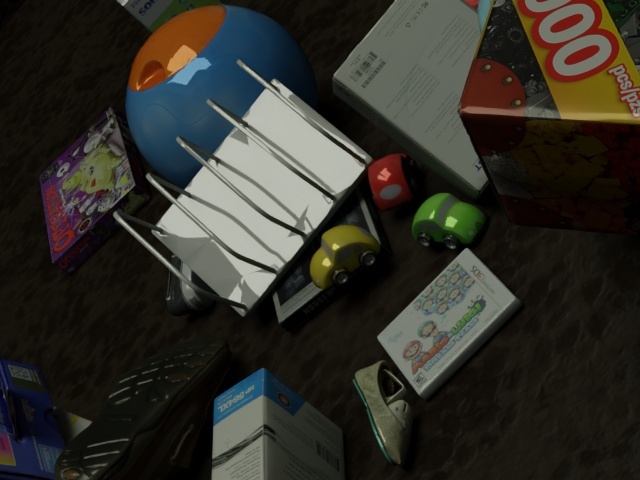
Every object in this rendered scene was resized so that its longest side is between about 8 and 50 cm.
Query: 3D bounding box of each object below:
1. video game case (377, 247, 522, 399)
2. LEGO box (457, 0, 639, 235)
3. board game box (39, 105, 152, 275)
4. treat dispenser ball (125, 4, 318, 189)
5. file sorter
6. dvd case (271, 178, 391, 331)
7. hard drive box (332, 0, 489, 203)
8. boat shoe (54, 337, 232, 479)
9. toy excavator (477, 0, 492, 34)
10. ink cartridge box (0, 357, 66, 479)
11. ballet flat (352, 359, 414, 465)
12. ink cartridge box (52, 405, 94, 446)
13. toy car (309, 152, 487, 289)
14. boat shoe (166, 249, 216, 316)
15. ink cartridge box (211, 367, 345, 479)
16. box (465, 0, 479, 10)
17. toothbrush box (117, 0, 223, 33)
[{"bbox_3d":[0.148,0.095,1.652,0.157,0.019,0.143,-46,30,5],"label":"video game case"},{"bbox_3d":[0.378,-0.250,1.240,0.372,0.193,0.500,6,62,27],"label":"LEGO box"},{"bbox_3d":[-0.417,-0.098,2.572,0.208,0.056,0.347,-46,30,11],"label":"board game box"},{"bbox_3d":[-0.146,-0.207,2.109,0.288,0.288,0.288,-32,34,25],"label":"treat dispenser ball"},{"bbox_3d":[-0.105,-0.073,1.868,0.193,0.173,0.278,41,94,21],"label":"file sorter"},{"bbox_3d":[0.000,0.000,1.941,0.179,0.029,0.239,-39,32,14],"label":"dvd case"},{"bbox_3d":[0.159,-0.190,1.749,0.181,0.232,0.089,-50,-6,-5],"label":"hard drive box"},{"bbox_3d":[-0.220,0.251,1.835,0.122,0.120,0.324,-1,31,36],"label":"boat shoe"},{"bbox_3d":[0.259,-0.278,1.558,0.445,0.222,0.433,22,68,26],"label":"toy excavator"},{"bbox_3d":[-0.462,0.335,1.883,0.395,0.151,0.270,-61,33,18],"label":"ink cartridge box"},{"bbox_3d":[0.078,0.189,1.603,0.052,0.057,0.168,-34,32,5],"label":"ballet flat"},{"bbox_3d":[-0.337,0.316,1.949,0.231,0.078,0.134,8,69,55],"label":"ink cartridge box"},{"bbox_3d":[0.108,-0.034,1.786,0.225,0.053,0.239,4,49,43],"label":"toy car"},{"bbox_3d":[-0.194,0.021,2.126,0.076,0.080,0.228,-27,44,29],"label":"boat shoe"},{"bbox_3d":[-0.046,0.269,1.572,0.086,0.148,0.203,-32,33,23],"label":"ink cartridge box"},{"bbox_3d":[0.272,-0.319,1.846,0.300,0.142,0.154,-17,43,42],"label":"box"},{"bbox_3d":[-0.223,-0.375,2.406,0.122,0.283,0.206,-47,31,2],"label":"toothbrush box"}]
